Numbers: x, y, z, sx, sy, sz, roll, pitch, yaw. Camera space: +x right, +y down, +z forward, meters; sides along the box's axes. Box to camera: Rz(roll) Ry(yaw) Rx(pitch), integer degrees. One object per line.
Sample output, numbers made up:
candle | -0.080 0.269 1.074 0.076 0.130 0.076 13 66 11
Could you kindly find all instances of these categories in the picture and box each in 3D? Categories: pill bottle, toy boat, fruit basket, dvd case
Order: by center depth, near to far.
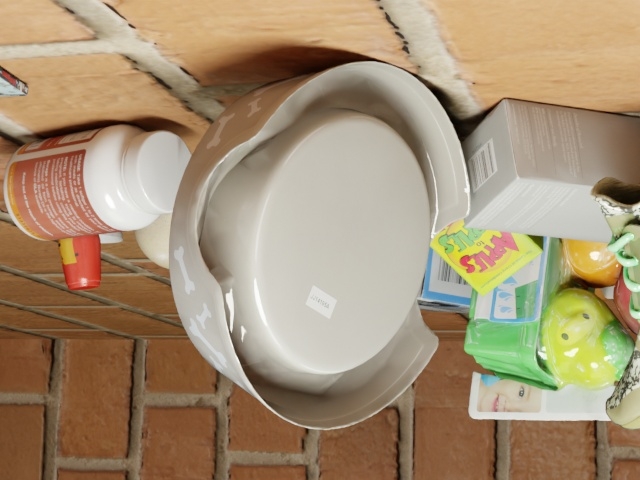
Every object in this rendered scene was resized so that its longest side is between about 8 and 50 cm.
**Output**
dvd case | -0.350 -0.162 1.332 0.087 0.013 0.119 0 171 11
pill bottle | -0.250 -0.067 1.548 0.216 0.121 0.121 -5 168 38
fruit basket | 0.343 0.050 1.566 0.353 0.327 0.165 -6 153 38
toy boat | -0.203 -0.028 1.783 0.318 0.148 0.267 -8 173 14

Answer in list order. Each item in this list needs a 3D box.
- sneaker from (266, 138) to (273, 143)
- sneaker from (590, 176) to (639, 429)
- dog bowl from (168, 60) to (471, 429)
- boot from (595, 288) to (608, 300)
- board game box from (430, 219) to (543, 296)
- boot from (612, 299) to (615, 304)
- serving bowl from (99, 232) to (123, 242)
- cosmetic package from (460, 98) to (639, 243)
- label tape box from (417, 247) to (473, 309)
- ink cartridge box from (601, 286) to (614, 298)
sneaker | 0.027 -0.075 1.516 0.223 0.098 0.083 -7 167 44
sneaker | 0.344 0.001 1.349 0.182 0.410 0.158 21 -153 4
dog bowl | 0.000 0.000 1.309 0.102 0.349 0.348 11 179 44
boot | 0.431 0.059 2.178 0.283 0.109 0.220 -2 171 9
board game box | 0.155 -0.031 1.519 0.181 0.043 0.092 43 117 -15
boot | 0.524 0.007 1.803 0.305 0.112 0.115 -23 151 13
serving bowl | -0.351 -0.015 2.137 0.083 0.027 0.083 2 170 0
cosmetic package | 0.277 -0.068 1.444 0.238 0.107 0.127 4 154 -23
label tape box | 0.131 0.049 2.081 0.240 0.106 0.333 11 174 -39
ink cartridge box | 0.418 -0.017 1.724 0.104 0.181 0.061 2 -154 -4
